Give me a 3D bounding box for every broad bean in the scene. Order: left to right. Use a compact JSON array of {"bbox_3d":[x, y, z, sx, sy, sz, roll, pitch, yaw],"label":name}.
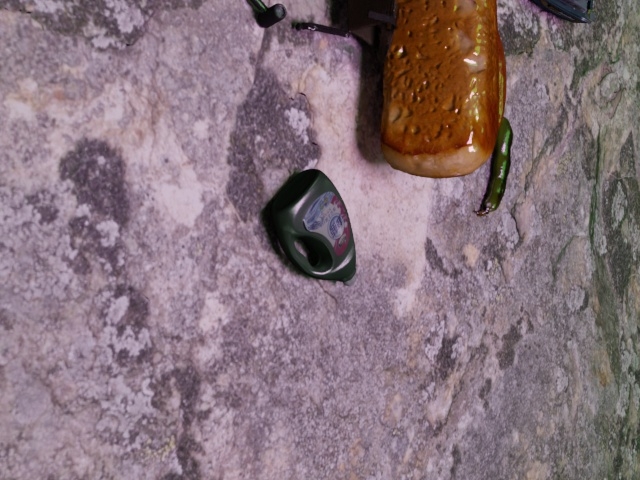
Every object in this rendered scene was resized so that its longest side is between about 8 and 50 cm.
[{"bbox_3d":[0.377,-0.152,1.804,0.069,0.039,0.226,27,72,-40],"label":"broad bean"}]

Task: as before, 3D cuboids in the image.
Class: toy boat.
[{"bbox_3d":[0.541,-0.575,1.906,0.296,0.122,0.114,7,87,-48],"label":"toy boat"}]

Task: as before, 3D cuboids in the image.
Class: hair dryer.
[{"bbox_3d":[-0.092,-0.356,1.263,0.083,0.047,0.026,45,58,-23],"label":"hair dryer"}]

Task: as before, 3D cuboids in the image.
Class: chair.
[{"bbox_3d":[0.075,-0.384,1.376,0.213,0.149,0.174,5,83,-54],"label":"chair"}]

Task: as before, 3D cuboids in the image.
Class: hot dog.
[{"bbox_3d":[0.220,-0.303,1.493,0.223,0.185,0.405,9,83,-67],"label":"hot dog"}]

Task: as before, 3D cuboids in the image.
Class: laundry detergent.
[{"bbox_3d":[0.000,0.000,1.367,0.137,0.063,0.211,-51,129,-32],"label":"laundry detergent"}]
